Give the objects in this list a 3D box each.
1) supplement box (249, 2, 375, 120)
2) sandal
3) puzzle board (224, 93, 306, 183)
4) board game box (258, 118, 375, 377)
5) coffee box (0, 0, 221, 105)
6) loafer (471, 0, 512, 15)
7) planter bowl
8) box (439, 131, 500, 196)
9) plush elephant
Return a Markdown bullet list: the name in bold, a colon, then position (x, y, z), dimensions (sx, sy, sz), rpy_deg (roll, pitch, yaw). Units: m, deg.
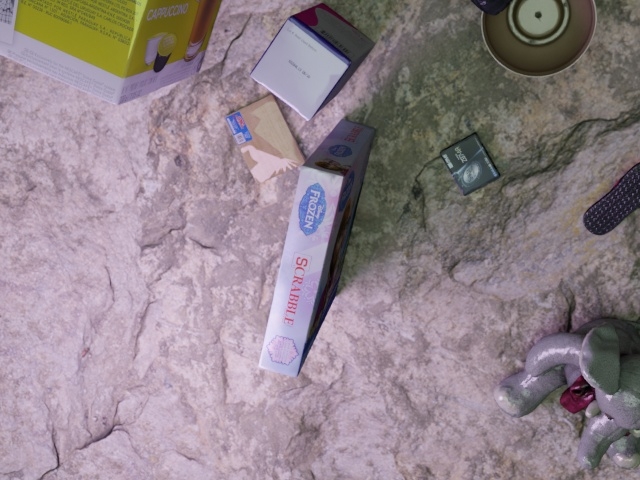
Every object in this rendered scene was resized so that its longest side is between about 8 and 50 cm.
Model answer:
- **supplement box**: position (-0.007, -0.274, 1.461), dimensions (0.111, 0.220, 0.114), rpy_deg (38, 113, -1)
- **sandal**: position (0.488, -0.075, 1.518), dimensions (0.067, 0.040, 0.179), rpy_deg (49, 126, 0)
- **puzzle board**: position (-0.093, -0.170, 1.628), dimensions (0.096, 0.011, 0.128), rpy_deg (-22, 102, 20)
- **board game box**: position (0.000, 0.000, 1.500), dimensions (0.066, 0.318, 0.318), rpy_deg (15, 112, 6)
- **coffee box**: position (-0.332, -0.438, 1.415), dimensions (0.338, 0.337, 0.334), rpy_deg (24, 111, 4)
- **loafer**: position (0.211, -0.408, 1.375), dimensions (0.078, 0.223, 0.076), rpy_deg (23, 127, -36)
- **planter bowl**: position (0.320, -0.329, 1.427), dimensions (0.162, 0.109, 0.162), rpy_deg (4, 109, 11)
- **box**: position (0.241, -0.123, 1.563), dimensions (0.067, 0.018, 0.083), rpy_deg (-28, 101, 19)
- **plush elephant**: position (0.461, 0.242, 1.509), dimensions (0.272, 0.255, 0.330), rpy_deg (32, 112, 1)
